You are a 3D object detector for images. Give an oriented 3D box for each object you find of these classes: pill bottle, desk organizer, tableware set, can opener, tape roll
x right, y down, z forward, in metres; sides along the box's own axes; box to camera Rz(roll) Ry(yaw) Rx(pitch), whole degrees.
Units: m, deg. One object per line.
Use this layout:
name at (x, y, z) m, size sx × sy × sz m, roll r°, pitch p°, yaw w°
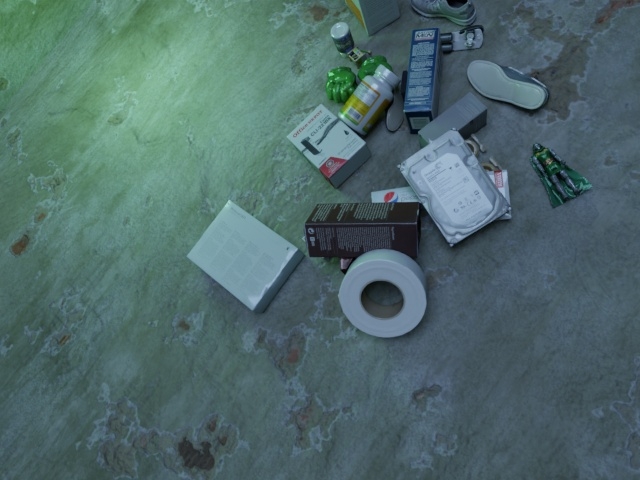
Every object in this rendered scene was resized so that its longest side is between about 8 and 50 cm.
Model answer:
pill bottle at (0.096, -0.828, 1.957) m, size 0.078 × 0.137 × 0.078 m, roll -5°, pitch 72°, yaw 17°
pill bottle at (0.191, -0.540, 1.806) m, size 0.136 × 0.136 × 0.245 m, roll 47°, pitch 109°, yaw 23°
desk organizer at (0.106, 0.095, 1.679) m, size 0.050 × 0.130 × 0.047 m, roll -4°, pitch 72°, yaw 14°
tableware set at (0.556, -0.283, 1.686) m, size 0.128 × 0.039 × 0.194 m, roll -36°, pitch 76°, yaw 5°
can opener at (0.500, -0.787, 1.866) m, size 0.281 × 0.074 × 0.093 m, roll -2°, pitch 39°, yaw 15°
tape roll at (0.208, 0.175, 1.562) m, size 0.287 × 0.100 × 0.285 m, roll 5°, pitch 112°, yaw 13°

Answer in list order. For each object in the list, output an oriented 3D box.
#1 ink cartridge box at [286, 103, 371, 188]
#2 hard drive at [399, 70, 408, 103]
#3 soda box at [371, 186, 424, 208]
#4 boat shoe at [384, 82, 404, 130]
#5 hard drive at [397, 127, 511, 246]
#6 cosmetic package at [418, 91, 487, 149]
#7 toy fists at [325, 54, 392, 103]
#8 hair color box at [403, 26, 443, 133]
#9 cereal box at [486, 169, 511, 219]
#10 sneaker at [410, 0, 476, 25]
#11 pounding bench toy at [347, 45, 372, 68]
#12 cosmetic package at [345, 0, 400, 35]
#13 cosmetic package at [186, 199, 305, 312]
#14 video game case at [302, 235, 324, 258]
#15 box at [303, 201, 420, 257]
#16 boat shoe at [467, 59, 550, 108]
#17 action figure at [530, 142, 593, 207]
ink cartridge box at (0.032, -0.372, 1.852) m, size 0.197 × 0.114 × 0.273 m, roll -44°, pitch 66°, yaw 2°
hard drive at (0.331, -0.570, 1.807) m, size 0.022 × 0.135 × 0.094 m, roll 3°, pitch 75°, yaw 22°
soda box at (0.299, -0.149, 1.726) m, size 0.216 × 0.069 × 0.073 m, roll -7°, pitch 72°, yaw 14°
boat shoe at (0.287, -0.523, 1.860) m, size 0.065 × 0.075 × 0.205 m, roll -3°, pitch 74°, yaw 62°
hard drive at (0.451, -0.180, 1.609) m, size 0.237 × 0.064 × 0.338 m, roll -33°, pitch 82°, yaw 13°
cosmetic package at (0.479, -0.408, 1.717) m, size 0.238 × 0.127 × 0.107 m, roll -40°, pitch 68°, yaw 4°
toy fists at (0.154, -0.647, 1.908) m, size 0.280 × 0.096 × 0.142 m, roll -12°, pitch 72°, yaw 12°
hair color box at (0.391, -0.596, 1.775) m, size 0.105 × 0.174 × 0.346 m, roll 4°, pitch 75°, yaw 20°
cereal box at (0.531, -0.148, 1.648) m, size 0.240 × 0.047 × 0.172 m, roll -5°, pitch 85°, yaw 16°
sneaker at (0.491, -0.960, 1.885) m, size 0.281 × 0.115 × 0.105 m, roll 26°, pitch 83°, yaw 22°
pounding bench toy at (0.164, -0.775, 1.966) m, size 0.083 × 0.052 × 0.065 m, roll -38°, pitch 66°, yaw 3°
cosmetic package at (0.161, -1.054, 1.833) m, size 0.162 × 0.453 × 0.230 m, roll -30°, pitch 67°, yaw 7°
cosmetic package at (-0.292, 0.058, 1.833) m, size 0.377 × 0.097 × 0.284 m, roll 35°, pitch 88°, yaw 23°
video game case at (0.000, 0.000, 1.805) m, size 0.087 × 0.011 × 0.122 m, roll -47°, pitch 67°, yaw -1°
box at (0.154, -0.040, 1.650) m, size 0.382 × 0.191 × 0.143 m, roll -1°, pitch 116°, yaw 17°
boat shoe at (0.690, -0.576, 1.737) m, size 0.099 × 0.116 × 0.319 m, roll -25°, pitch 51°, yaw -38°
action figure at (0.793, -0.243, 1.608) m, size 0.137 × 0.063 × 0.232 m, roll -30°, pitch 64°, yaw 10°
